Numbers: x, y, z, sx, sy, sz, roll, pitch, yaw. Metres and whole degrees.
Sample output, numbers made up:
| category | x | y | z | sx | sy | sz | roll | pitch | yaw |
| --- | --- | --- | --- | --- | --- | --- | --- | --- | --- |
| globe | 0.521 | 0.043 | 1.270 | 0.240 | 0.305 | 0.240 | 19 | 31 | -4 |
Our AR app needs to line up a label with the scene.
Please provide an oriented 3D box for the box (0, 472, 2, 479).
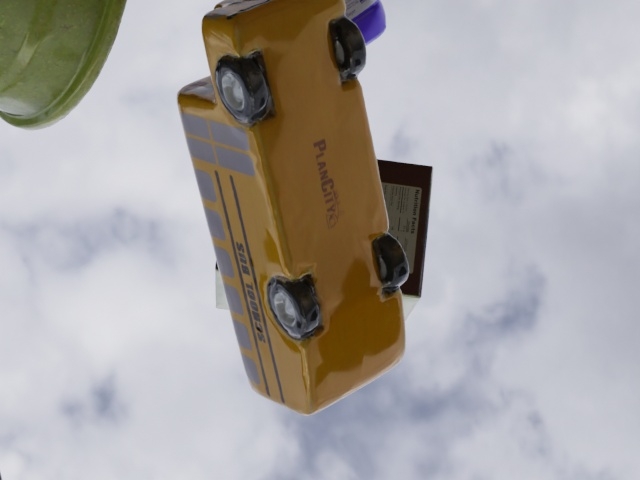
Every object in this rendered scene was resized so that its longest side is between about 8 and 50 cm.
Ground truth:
| category | x | y | z | sx | sy | sz | roll | pitch | yaw |
| --- | --- | --- | --- | --- | --- | --- | --- | --- | --- |
| box | -0.206 | 0.193 | 0.664 | 0.175 | 0.051 | 0.220 | -47 | -152 | 3 |

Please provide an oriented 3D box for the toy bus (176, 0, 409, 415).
| category | x | y | z | sx | sy | sz | roll | pitch | yaw |
| --- | --- | --- | --- | --- | --- | --- | --- | --- | --- |
| toy bus | -0.022 | -0.033 | 1.169 | 0.108 | 0.333 | 0.130 | -26 | -154 | -29 |

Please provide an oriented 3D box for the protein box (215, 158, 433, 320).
| category | x | y | z | sx | sy | sz | roll | pitch | yaw |
| --- | --- | --- | --- | --- | --- | --- | --- | --- | --- |
| protein box | 0.000 | 0.000 | 1.538 | 0.201 | 0.200 | 0.136 | 8 | -104 | -2 |

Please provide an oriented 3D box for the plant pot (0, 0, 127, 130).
| category | x | y | z | sx | sy | sz | roll | pitch | yaw |
| --- | --- | --- | --- | --- | --- | --- | --- | --- | --- |
| plant pot | -0.322 | -0.243 | 1.182 | 0.253 | 0.276 | 0.276 | 8 | -139 | -38 |

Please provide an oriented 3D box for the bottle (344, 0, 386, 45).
| category | x | y | z | sx | sy | sz | roll | pitch | yaw |
| --- | --- | --- | --- | --- | --- | --- | --- | --- | --- |
| bottle | -0.042 | -0.307 | 1.488 | 0.118 | 0.283 | 0.092 | -36 | -162 | -18 |
